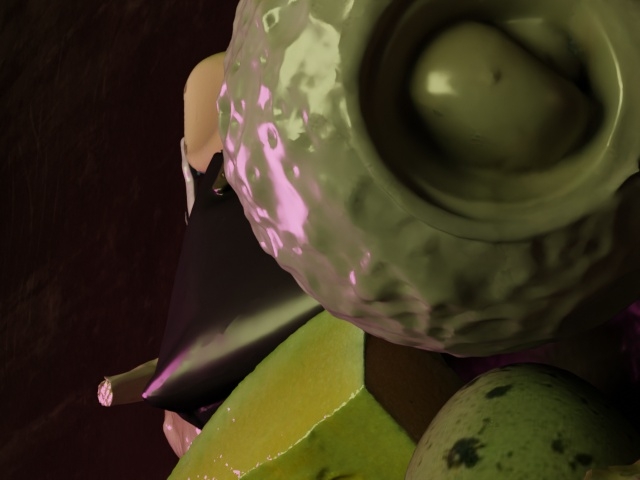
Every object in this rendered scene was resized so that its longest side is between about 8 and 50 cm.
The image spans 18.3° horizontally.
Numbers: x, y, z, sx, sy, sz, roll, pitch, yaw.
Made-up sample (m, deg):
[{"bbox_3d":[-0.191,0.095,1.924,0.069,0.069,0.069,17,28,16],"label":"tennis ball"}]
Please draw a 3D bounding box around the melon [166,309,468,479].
[{"bbox_3d":[-0.027,0.199,1.521,0.323,0.196,0.124,-37,3,20],"label":"melon"}]

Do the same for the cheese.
[{"bbox_3d":[-0.073,-0.154,2.051,0.251,0.054,0.127,-28,60,60],"label":"cheese"}]

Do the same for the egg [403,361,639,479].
[{"bbox_3d":[0.140,0.174,1.309,0.228,0.177,0.177,-84,18,-53],"label":"egg"}]

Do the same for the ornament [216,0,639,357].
[{"bbox_3d":[0.098,-0.088,1.312,0.337,0.337,0.337,-170,90,-66],"label":"ornament"}]

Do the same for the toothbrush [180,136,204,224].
[{"bbox_3d":[-0.115,0.040,2.086,0.040,0.040,0.386,126,145,-45],"label":"toothbrush"}]

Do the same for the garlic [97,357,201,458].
[{"bbox_3d":[-0.102,0.132,1.811,0.218,0.212,0.218,-174,90,-67],"label":"garlic"}]

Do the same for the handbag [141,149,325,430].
[{"bbox_3d":[0.000,0.000,1.670,0.342,0.152,0.288,-24,47,33],"label":"handbag"}]

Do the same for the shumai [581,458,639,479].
[{"bbox_3d":[0.225,0.185,1.110,0.166,0.176,0.205,-42,47,54],"label":"shumai"}]
